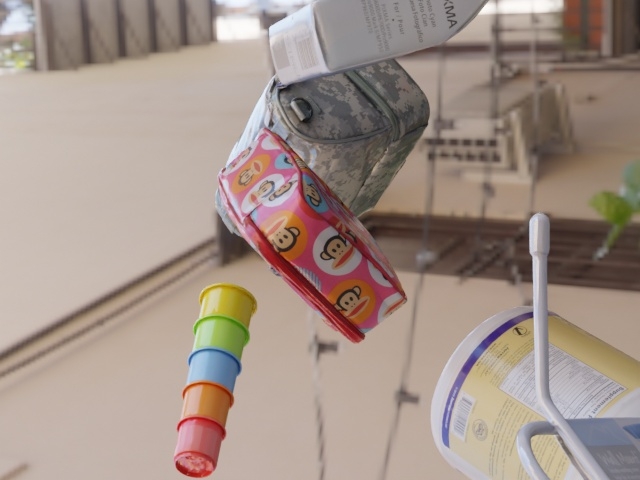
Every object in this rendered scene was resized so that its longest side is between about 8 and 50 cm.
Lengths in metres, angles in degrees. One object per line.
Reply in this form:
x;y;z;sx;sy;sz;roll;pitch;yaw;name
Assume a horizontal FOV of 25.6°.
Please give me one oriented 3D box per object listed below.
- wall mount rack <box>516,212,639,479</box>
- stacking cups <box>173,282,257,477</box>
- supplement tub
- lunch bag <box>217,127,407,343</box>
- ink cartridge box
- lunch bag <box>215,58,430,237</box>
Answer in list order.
0.295;0.134;1.258;0.350;0.304;0.130;8;-50;-48;wall mount rack
-0.163;0.215;2.128;0.096;0.096;0.316;58;-150;-42;stacking cups
0.322;0.246;1.709;0.241;0.331;0.241;-19;-56;-32;supplement tub
0.000;0.000;1.806;0.120;0.293;0.258;-43;-65;6;lunch bag
0.148;-0.279;1.751;0.384;0.308;0.091;-13;-85;-10;ink cartridge box
-0.013;-0.145;2.135;0.256;0.212;0.305;-32;-16;-39;lunch bag
